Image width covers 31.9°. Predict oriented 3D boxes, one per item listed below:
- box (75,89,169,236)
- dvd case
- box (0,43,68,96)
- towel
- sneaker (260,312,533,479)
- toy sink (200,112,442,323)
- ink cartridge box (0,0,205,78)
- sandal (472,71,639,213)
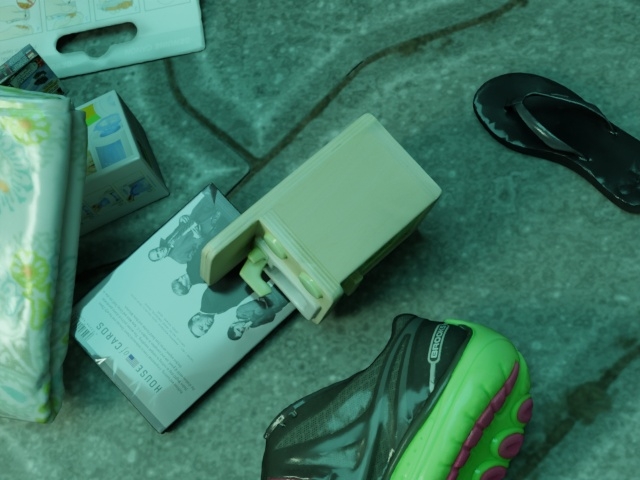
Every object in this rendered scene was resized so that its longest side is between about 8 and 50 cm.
[{"bbox_3d":[-0.311,-0.079,1.390,0.203,0.103,0.114,-26,62,2],"label":"box"},{"bbox_3d":[-0.153,0.076,1.288,0.239,0.029,0.179,-43,83,-7],"label":"dvd case"},{"bbox_3d":[-0.409,-0.185,1.470,0.137,0.094,0.027,-40,63,-6],"label":"box"},{"bbox_3d":[-0.429,0.000,1.244,0.320,0.090,0.374,10,100,14],"label":"towel"},{"bbox_3d":[0.016,0.276,1.127,0.483,0.185,0.202,-48,46,-13],"label":"sneaker"},{"bbox_3d":[0.000,0.000,1.217,0.234,0.153,0.131,-40,83,-15],"label":"toy sink"},{"bbox_3d":[-0.316,-0.412,1.579,0.308,0.091,0.385,-10,81,9],"label":"ink cartridge box"},{"bbox_3d":[0.290,-0.127,1.285,0.254,0.054,0.097,33,77,25],"label":"sandal"}]
